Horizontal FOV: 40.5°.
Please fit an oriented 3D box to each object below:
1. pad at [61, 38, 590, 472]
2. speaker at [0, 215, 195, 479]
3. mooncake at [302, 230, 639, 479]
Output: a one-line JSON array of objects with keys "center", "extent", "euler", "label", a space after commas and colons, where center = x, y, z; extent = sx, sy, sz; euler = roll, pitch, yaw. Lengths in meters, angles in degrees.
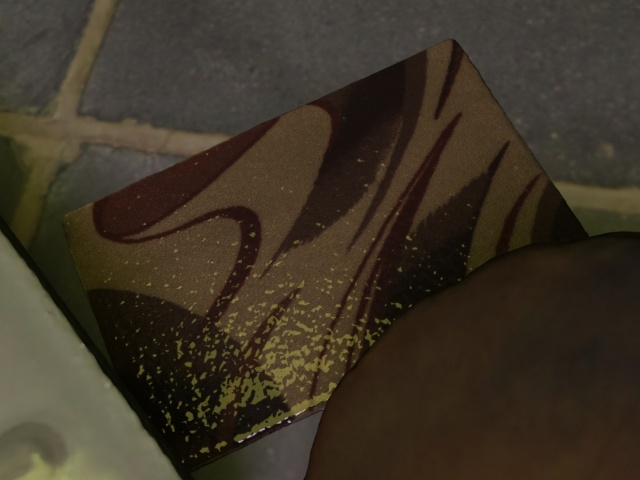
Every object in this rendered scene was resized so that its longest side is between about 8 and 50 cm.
[{"center": [0.000, 0.000, 0.603], "extent": [0.330, 0.004, 0.220], "euler": [-26, 65, -5], "label": "pad"}, {"center": [-0.230, 0.086, 0.499], "extent": [0.184, 0.183, 0.406], "euler": [-37, 66, -15], "label": "speaker"}, {"center": [0.137, 0.143, 0.384], "extent": [0.290, 0.161, 0.291], "euler": [-8, 76, 35], "label": "mooncake"}]
